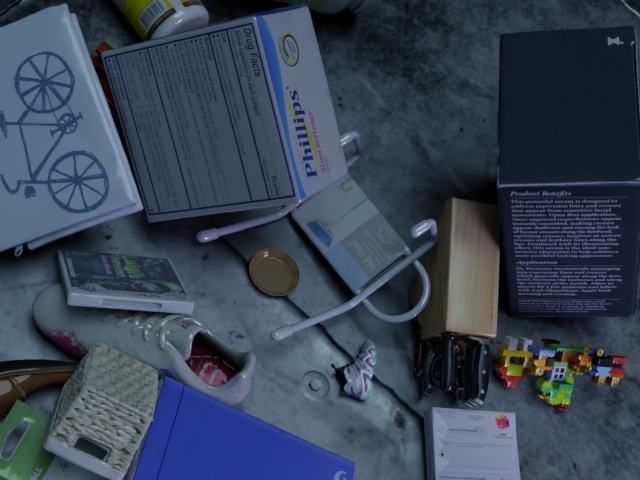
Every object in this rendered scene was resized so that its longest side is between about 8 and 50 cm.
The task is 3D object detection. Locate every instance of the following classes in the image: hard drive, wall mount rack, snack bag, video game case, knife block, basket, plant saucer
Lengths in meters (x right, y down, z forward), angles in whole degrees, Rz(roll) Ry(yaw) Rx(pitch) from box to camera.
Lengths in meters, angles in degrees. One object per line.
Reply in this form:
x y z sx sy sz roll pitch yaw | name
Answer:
-0.108 0.343 1.571 0.318 0.040 0.210 28 54 -21 | hard drive
0.000 0.000 1.792 0.304 0.130 0.350 -37 67 -5 | wall mount rack
-0.462 -0.133 1.642 0.342 0.037 0.323 -21 84 -2 | snack bag
-0.282 0.057 1.644 0.173 0.022 0.190 6 16 -19 | video game case
0.221 0.106 1.771 0.088 0.276 0.242 9 29 -18 | knife block
-0.282 0.218 1.509 0.113 0.103 0.167 28 12 -13 | basket
-0.074 0.052 1.810 0.083 0.015 0.083 10 58 -17 | plant saucer

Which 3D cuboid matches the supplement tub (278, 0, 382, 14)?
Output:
-0.040 -0.533 2.026 0.324 0.235 0.235 12 58 -16 | supplement tub

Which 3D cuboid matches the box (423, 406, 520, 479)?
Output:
0.231 0.350 1.739 0.145 0.038 0.186 6 67 -19 | box

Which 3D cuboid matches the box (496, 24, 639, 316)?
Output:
0.397 -0.096 1.832 0.211 0.395 0.294 0 57 12 | box

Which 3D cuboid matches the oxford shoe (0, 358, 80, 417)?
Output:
-0.427 0.203 1.560 0.212 0.076 0.076 -9 96 -29 | oxford shoe

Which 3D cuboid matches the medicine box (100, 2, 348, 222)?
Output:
-0.140 -0.183 1.685 0.149 0.289 0.264 -32 112 -55 | medicine box

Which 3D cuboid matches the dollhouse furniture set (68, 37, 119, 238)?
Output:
-0.395 -0.182 1.740 0.262 0.135 0.259 40 55 3 | dollhouse furniture set

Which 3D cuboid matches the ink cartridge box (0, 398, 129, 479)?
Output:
-0.338 0.312 1.523 0.209 0.062 0.109 29 53 -4 | ink cartridge box

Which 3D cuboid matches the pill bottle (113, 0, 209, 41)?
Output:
-0.290 -0.421 1.932 0.117 0.117 0.215 -29 76 -32 | pill bottle

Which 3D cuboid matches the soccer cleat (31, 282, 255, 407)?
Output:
-0.240 0.129 1.620 0.331 0.143 0.116 25 55 -7 | soccer cleat

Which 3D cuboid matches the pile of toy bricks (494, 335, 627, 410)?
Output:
0.390 0.223 1.864 0.212 0.118 0.105 7 98 -30 | pile of toy bricks

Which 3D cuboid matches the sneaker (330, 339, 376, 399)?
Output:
0.048 0.192 1.765 0.069 0.038 0.098 14 57 -15 | sneaker
